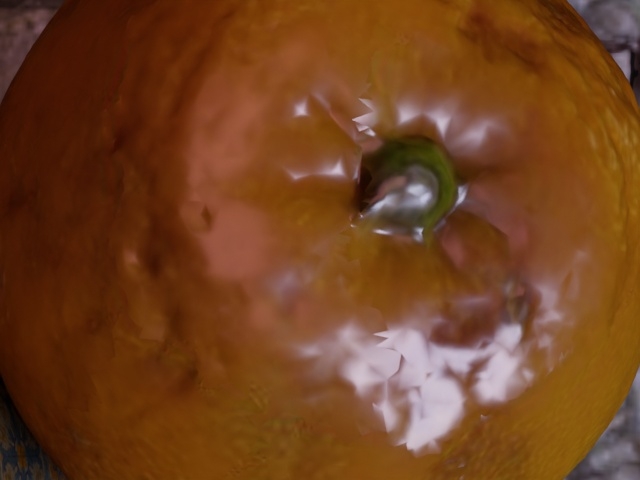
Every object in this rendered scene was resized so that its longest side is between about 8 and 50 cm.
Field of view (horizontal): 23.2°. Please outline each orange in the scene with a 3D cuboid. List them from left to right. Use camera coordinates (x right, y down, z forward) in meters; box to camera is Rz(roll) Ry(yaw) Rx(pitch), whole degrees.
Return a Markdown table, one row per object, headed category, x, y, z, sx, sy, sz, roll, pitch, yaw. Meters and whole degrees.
| category | x | y | z | sx | sy | sz | roll | pitch | yaw |
| --- | --- | --- | --- | --- | --- | --- | --- | --- | --- |
| orange | 0.000 | 0.000 | 0.591 | 0.261 | 0.261 | 0.261 | -1 | 83 | 7 |

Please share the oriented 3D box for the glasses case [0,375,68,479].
| category | x | y | z | sx | sy | sz | roll | pitch | yaw |
| --- | --- | --- | --- | --- | --- | --- | --- | --- | --- |
| glasses case | -0.135 | 0.071 | 0.611 | 0.049 | 0.218 | 0.075 | -20 | 81 | 4 |
